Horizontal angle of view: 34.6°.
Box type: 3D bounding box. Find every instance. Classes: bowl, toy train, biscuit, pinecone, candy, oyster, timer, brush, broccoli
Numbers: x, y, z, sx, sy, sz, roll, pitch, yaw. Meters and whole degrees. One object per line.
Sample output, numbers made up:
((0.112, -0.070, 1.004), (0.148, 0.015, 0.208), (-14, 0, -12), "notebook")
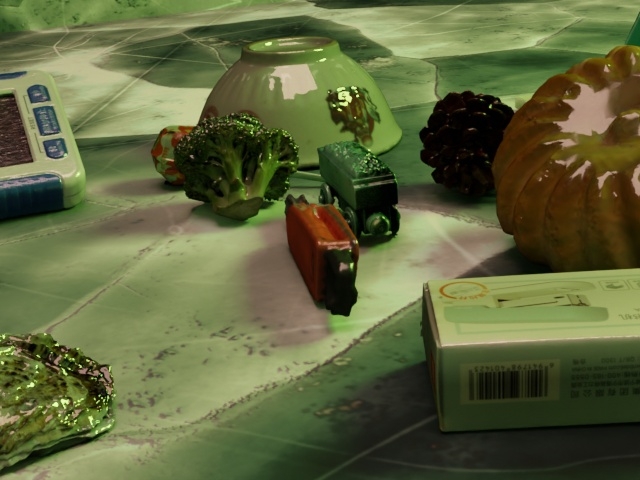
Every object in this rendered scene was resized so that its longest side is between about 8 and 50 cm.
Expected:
((-0.043, -0.229, 1.593), (0.337, 0.157, 0.337), (-3, 20, 1), "bowl")
((0.044, -0.062, 1.218), (0.070, 0.099, 0.172), (-10, 22, -14), "toy train")
((0.332, -0.096, 1.065), (0.326, 0.107, 0.325), (-15, 46, 16), "biscuit")
((0.191, -0.116, 1.307), (0.140, 0.140, 0.120), (1, 42, 11), "pinecone")
((-0.095, -0.098, 1.407), (0.288, 0.084, 0.078), (11, 26, 10), "candy")
((-0.248, 0.131, 0.818), (0.177, 0.064, 0.125), (-2, 33, -25), "oyster")
((-0.430, -0.128, 1.404), (0.178, 0.078, 0.253), (-11, 49, -19), "timer")
((0.001, 0.000, 1.105), (0.051, 0.070, 0.323), (-3, 20, -10), "brush")
((-0.102, -0.096, 1.292), (0.162, 0.146, 0.137), (-15, 59, 4), "broccoli")

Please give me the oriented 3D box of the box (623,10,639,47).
((0.458, -0.251, 1.343), (0.118, 0.311, 0.205), (25, 27, 9), "box")

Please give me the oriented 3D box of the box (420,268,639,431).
((0.220, 0.083, 0.835), (0.269, 0.079, 0.135), (-3, 21, 2), "box")

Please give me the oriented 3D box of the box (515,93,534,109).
((0.417, -0.227, 1.699), (0.167, 0.024, 0.090), (-8, 21, -14), "box")
